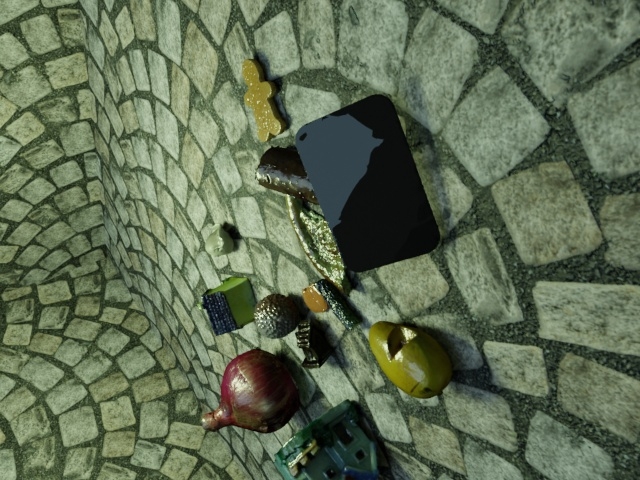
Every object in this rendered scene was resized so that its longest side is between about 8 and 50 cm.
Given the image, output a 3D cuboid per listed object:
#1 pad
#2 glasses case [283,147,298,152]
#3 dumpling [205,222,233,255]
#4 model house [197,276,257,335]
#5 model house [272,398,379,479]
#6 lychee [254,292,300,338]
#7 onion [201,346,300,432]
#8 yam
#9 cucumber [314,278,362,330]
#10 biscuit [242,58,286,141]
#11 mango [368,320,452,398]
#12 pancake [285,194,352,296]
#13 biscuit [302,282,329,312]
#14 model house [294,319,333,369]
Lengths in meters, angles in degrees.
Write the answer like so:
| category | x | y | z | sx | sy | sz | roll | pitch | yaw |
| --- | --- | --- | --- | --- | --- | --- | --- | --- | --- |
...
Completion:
| category | x | y | z | sx | sy | sz | roll | pitch | yaw |
| --- | --- | --- | --- | --- | --- | --- | --- | --- | --- |
| pad | 0.142 | -0.135 | 1.125 | 0.315 | 0.063 | 0.375 | -17 | 101 | 23 |
| glasses case | -0.054 | -0.225 | 1.403 | 0.190 | 0.042 | 0.072 | 16 | 130 | 48 |
| dumpling | -0.402 | -0.001 | 1.950 | 0.188 | 0.108 | 0.127 | 149 | 122 | -69 |
| model house | -0.387 | 0.273 | 1.989 | 0.170 | 0.211 | 0.194 | 3 | 113 | 50 |
| model house | 0.059 | 0.763 | 1.604 | 0.329 | 0.295 | 0.252 | 51 | 147 | 26 |
| lychee | -0.161 | 0.266 | 1.723 | 0.197 | 0.165 | 0.165 | -1 | 109 | 37 |
| onion | -0.284 | 0.614 | 1.905 | 0.348 | 0.385 | 0.348 | 50 | 159 | 28 |
| yam | -0.023 | -0.162 | 1.272 | 0.280 | 0.131 | 0.131 | 19 | 126 | 23 |
| cucumber | 0.049 | 0.193 | 1.494 | 0.187 | 0.058 | 0.058 | 52 | 143 | 21 |
| biscuit | -0.171 | -0.417 | 1.449 | 0.158 | 0.035 | 0.240 | -2 | 108 | 51 |
| mango | 0.222 | 0.297 | 1.265 | 0.262 | 0.130 | 0.167 | 21 | 123 | 52 |
| pancake | -0.004 | 0.002 | 1.457 | 0.376 | 0.054 | 0.197 | 55 | 143 | 14 |
| biscuit | -0.016 | 0.192 | 1.612 | 0.130 | 0.019 | 0.102 | -25 | 90 | 55 |
| model house | -0.043 | 0.344 | 1.661 | 0.165 | 0.106 | 0.152 | -21 | 94 | 51 |
